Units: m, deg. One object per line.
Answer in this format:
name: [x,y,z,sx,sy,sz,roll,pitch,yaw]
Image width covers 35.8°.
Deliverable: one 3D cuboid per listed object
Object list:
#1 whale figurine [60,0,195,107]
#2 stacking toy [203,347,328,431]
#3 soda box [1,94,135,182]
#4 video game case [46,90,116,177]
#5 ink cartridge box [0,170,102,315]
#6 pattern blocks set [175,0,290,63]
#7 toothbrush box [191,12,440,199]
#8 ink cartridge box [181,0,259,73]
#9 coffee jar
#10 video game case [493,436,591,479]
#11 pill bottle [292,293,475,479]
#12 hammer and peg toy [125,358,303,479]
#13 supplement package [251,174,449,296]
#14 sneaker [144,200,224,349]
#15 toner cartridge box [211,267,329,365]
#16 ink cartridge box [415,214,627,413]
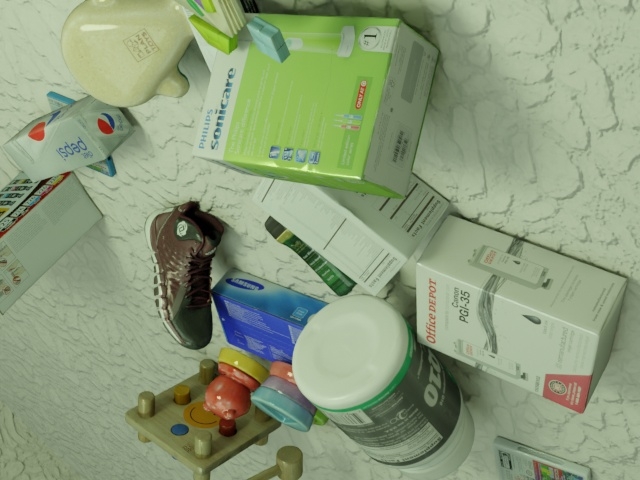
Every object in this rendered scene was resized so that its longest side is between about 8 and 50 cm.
whale figurine: [-0.260,-0.319,1.504,0.272,0.141,0.216,-23,116,26]
stacking toy: [-0.076,0.354,2.022,0.279,0.130,0.309,41,158,-30]
soda box: [-0.471,-0.189,1.834,0.286,0.091,0.098,-8,125,47]
video game case: [-0.459,-0.203,1.904,0.119,0.015,0.166,22,143,22]
ink cartridge box: [-0.664,-0.002,2.068,0.272,0.309,0.130,2,132,42]
pattern blocks set: [-0.176,-0.335,1.211,0.325,0.026,0.285,31,161,42]
toothbrush box: [-0.010,-0.182,1.309,0.283,0.206,0.122,10,176,33]
ink cartridge box: [-0.132,-0.308,1.395,0.046,0.097,0.207,10,137,37]
coffee jar: [0.000,0.000,1.636,0.184,0.096,0.079,41,144,-5]
video game case: [0.420,0.461,1.853,0.183,0.023,0.201,15,139,32]
pill bottle: [0.120,0.263,1.687,0.204,0.204,0.361,9,152,37]
hammer and peg toy: [-0.221,0.415,2.155,0.361,0.266,0.127,27,125,33]
supplement package: [0.043,-0.058,1.491,0.244,0.134,0.139,38,146,1]
sneaker: [-0.234,0.058,1.849,0.163,0.106,0.281,-22,84,43]
toner cartridge box: [-0.039,0.180,1.905,0.348,0.075,0.165,19,141,27]
ink cartridge box: [0.288,0.108,1.472,0.283,0.117,0.207,22,144,24]
